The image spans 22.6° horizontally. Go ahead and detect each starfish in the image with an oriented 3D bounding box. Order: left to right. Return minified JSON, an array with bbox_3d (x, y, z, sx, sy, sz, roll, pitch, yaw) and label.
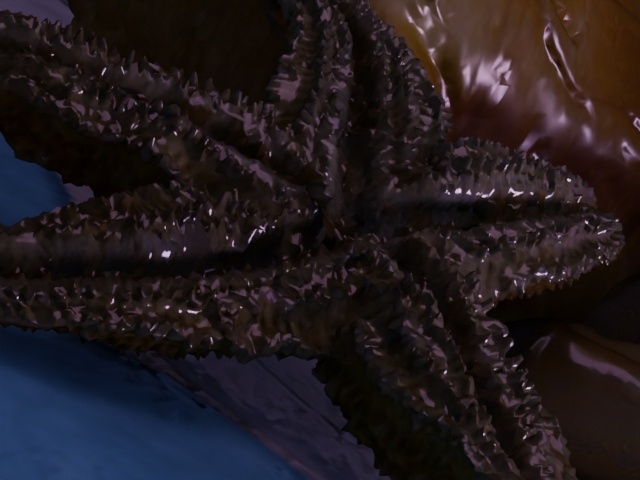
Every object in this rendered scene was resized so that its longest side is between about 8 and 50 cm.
[{"bbox_3d":[-0.001,0.001,0.377,0.227,0.043,0.240,7,35,-27],"label":"starfish"}]

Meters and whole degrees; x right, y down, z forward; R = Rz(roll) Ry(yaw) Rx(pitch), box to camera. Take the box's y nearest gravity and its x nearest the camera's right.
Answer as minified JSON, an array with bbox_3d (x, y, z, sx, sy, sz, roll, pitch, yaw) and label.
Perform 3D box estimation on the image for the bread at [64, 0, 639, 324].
[{"bbox_3d":[0.062,-0.058,0.641,0.344,0.149,0.195,19,14,-49],"label":"bread"}]

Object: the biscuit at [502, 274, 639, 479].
[{"bbox_3d":[0.159,0.068,0.469,0.208,0.047,0.164,23,18,24],"label":"biscuit"}]
